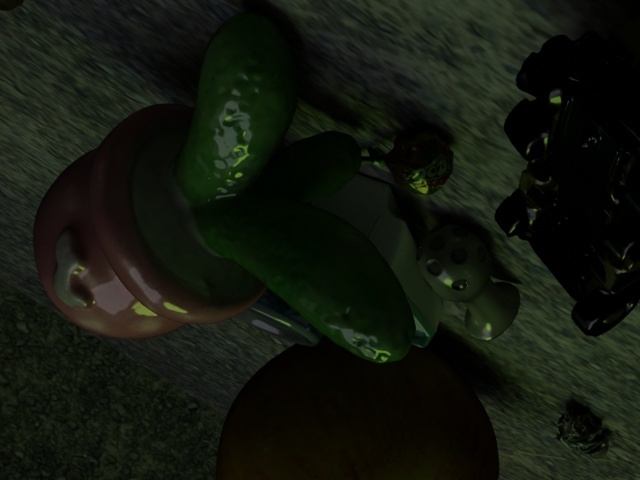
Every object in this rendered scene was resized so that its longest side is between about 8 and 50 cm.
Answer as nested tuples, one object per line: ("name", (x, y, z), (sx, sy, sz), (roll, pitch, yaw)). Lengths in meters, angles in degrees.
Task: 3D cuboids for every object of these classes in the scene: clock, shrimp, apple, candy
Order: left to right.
("clock", (0.000, 0.000, 1.412), (0.262, 0.116, 0.231), (21, 168, 24))
("apple", (0.044, 0.307, 1.775), (0.400, 0.400, 0.333), (37, -174, -30))
("candy", (0.060, -0.074, 1.197), (0.060, 0.060, 0.201), (34, 170, -22))
("shrimp", (0.347, 0.256, 1.727), (0.065, 0.056, 0.165), (37, 180, 27))

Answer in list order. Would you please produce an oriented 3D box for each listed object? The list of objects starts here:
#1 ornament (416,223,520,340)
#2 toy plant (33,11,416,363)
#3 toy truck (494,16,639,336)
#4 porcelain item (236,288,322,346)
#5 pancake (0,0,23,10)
("ornament", (0.149, 0.039, 1.339), (0.081, 0.075, 0.156), (32, 172, 40))
("toy plant", (-0.094, -0.009, 1.188), (0.356, 0.211, 0.317), (-21, 92, 37))
("toy truck", (0.204, -0.045, 0.880), (0.127, 0.127, 0.257), (50, 161, 23))
("porcelain item", (-0.047, 0.054, 1.617), (0.147, 0.114, 0.147), (24, 168, 6))
("pancake", (-0.380, -0.296, 1.228), (0.235, 0.029, 0.212), (38, 162, -27))
